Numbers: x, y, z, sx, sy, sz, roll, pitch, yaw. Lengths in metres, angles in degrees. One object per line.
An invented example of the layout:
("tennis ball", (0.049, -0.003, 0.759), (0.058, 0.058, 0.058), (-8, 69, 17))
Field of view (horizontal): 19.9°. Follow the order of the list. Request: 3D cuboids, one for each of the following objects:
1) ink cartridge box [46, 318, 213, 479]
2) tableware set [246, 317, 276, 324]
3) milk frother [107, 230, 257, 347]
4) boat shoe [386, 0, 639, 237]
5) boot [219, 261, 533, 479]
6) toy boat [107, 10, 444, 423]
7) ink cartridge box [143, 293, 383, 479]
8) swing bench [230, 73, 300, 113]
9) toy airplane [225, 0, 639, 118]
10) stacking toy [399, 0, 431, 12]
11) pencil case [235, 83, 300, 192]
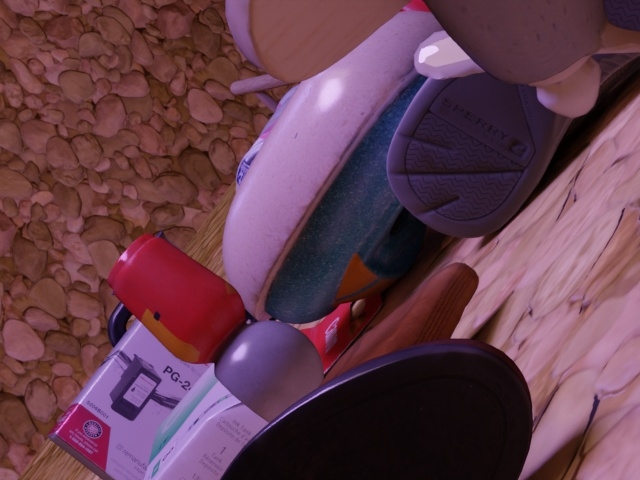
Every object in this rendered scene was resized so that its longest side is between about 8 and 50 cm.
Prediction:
("ink cartridge box", (-0.151, 0.145, 1.613), (0.150, 0.109, 0.063), (-54, 5, -17))
("tableware set", (-0.013, 0.037, 1.649), (0.154, 0.024, 0.104), (-50, 9, 5))
("milk frother", (-0.135, 0.069, 1.827), (0.129, 0.134, 0.143), (-56, 8, -31))
("boat shoe", (0.147, -0.138, 1.052), (0.320, 0.118, 0.103), (-59, -4, 36))
("boot", (0.035, 0.087, 0.843), (0.264, 0.096, 0.280), (-57, -5, 32))
("toy boat", (0.000, 0.000, 1.213), (0.318, 0.148, 0.267), (-43, -12, -46))
("ink cartridge box", (-0.044, 0.101, 1.364), (0.225, 0.056, 0.181), (-52, 7, 9))
("swing bench", (0.060, -0.256, 2.190), (0.253, 0.165, 0.254), (-55, 12, -31))
("toy airplane", (0.166, -0.230, 0.714), (0.384, 0.272, 0.386), (-10, -44, -48))
("stacking toy", (0.055, -0.136, 1.421), (0.175, 0.165, 0.302), (-79, 12, -54))
("pencil case", (-0.017, -0.088, 1.985), (0.273, 0.113, 0.124), (-68, -3, -68))
